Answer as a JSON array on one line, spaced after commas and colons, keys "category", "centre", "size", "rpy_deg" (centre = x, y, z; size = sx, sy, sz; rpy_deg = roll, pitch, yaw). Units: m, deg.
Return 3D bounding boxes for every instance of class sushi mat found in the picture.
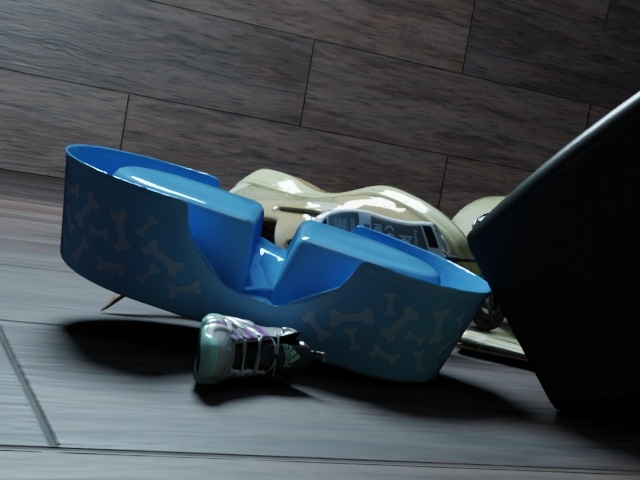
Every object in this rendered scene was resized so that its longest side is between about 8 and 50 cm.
[{"category": "sushi mat", "centre": [0.276, 0.109, 0.799], "size": [0.316, 0.019, 0.151], "rpy_deg": [12, 5, 24]}]

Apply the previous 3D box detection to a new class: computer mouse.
[{"category": "computer mouse", "centre": [0.072, 0.015, 0.805], "size": [0.192, 0.106, 0.042], "rpy_deg": [8, -22, -22]}]

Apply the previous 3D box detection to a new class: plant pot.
[{"category": "plant pot", "centre": [0.206, 0.009, 0.653], "size": [0.167, 0.188, 0.188], "rpy_deg": [-28, -3, 22]}]

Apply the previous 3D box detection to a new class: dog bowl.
[{"category": "dog bowl", "centre": [-0.036, 0.016, 0.664], "size": [0.297, 0.074, 0.166], "rpy_deg": [18, 8, -2]}]

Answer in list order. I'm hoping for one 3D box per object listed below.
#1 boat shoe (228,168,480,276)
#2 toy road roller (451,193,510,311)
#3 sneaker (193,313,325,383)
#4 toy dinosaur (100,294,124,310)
[{"category": "boat shoe", "centre": [0.007, 0.015, 0.971], "size": [0.110, 0.122, 0.341], "rpy_deg": [-36, 31, -31]}, {"category": "toy road roller", "centre": [0.309, 0.032, 0.963], "size": [0.329, 0.241, 0.202], "rpy_deg": [-23, 8, -9]}, {"category": "sneaker", "centre": [-0.031, 0.062, 0.550], "size": [0.069, 0.038, 0.098], "rpy_deg": [9, 4, 3]}, {"category": "toy dinosaur", "centre": [-0.059, 0.031, 0.771], "size": [0.211, 0.064, 0.112], "rpy_deg": [9, 5, -12]}]
